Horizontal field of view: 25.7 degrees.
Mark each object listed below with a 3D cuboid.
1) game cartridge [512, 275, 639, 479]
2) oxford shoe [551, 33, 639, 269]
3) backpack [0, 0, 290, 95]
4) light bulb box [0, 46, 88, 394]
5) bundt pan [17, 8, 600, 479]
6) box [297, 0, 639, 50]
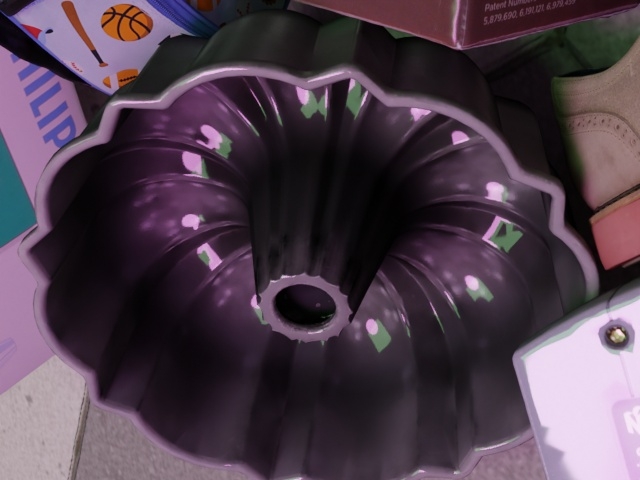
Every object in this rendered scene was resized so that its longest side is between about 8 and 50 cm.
[{"bbox_3d":[0.252,0.092,0.686,0.297,0.062,0.198,-13,92,30],"label":"game cartridge"},{"bbox_3d":[0.228,-0.105,0.646,0.348,0.123,0.130,-36,75,46],"label":"oxford shoe"},{"bbox_3d":[-0.122,-0.229,0.855,0.213,0.277,0.263,-13,136,32],"label":"backpack"},{"bbox_3d":[-0.362,-0.096,1.090,0.361,0.225,0.358,39,156,30],"label":"light bulb box"},{"bbox_3d":[0.000,0.000,0.831,0.330,0.124,0.331,5,131,6],"label":"bundt pan"},{"bbox_3d":[0.070,-0.224,0.731,0.168,0.167,0.203,24,120,39],"label":"box"}]
